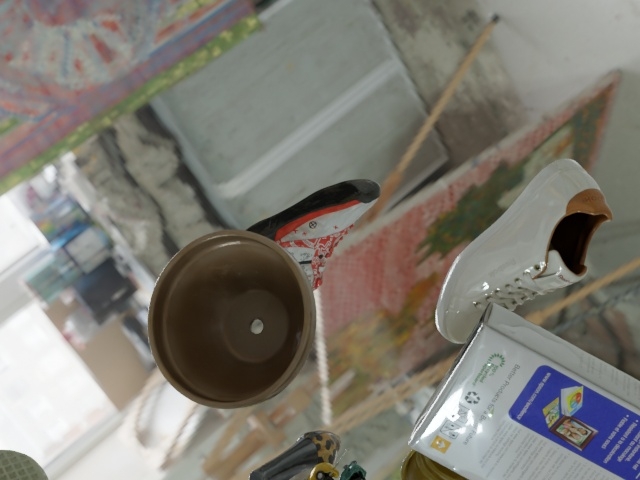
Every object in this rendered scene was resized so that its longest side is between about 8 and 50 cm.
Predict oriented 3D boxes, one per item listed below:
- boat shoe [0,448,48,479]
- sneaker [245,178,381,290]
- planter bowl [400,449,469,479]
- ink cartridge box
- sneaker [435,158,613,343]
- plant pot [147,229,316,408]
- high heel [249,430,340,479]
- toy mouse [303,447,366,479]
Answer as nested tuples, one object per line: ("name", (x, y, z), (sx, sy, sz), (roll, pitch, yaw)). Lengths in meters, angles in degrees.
("boat shoe", (-0.482, 0.495, 1.528), (0.187, 0.500, 0.156), (15, 149, 6))
("sneaker", (-0.001, 0.000, 2.218), (0.090, 0.270, 0.145), (50, 164, 60))
("planter bowl", (0.212, 0.265, 1.557), (0.217, 0.090, 0.217), (4, 137, 4))
("ink cartridge box", (0.292, 0.225, 1.264), (0.371, 0.069, 0.175), (30, 119, 3))
("sneaker", (0.255, 0.040, 1.560), (0.106, 0.290, 0.123), (16, -151, -37))
("plant pot", (-0.105, 0.110, 1.659), (0.237, 0.237, 0.110), (42, -173, 22))
("high heel", (-0.026, 0.431, 1.920), (0.093, 0.186, 0.261), (18, 119, 38))
("toy mouse", (0.016, 0.373, 1.836), (0.031, 0.161, 0.143), (47, -171, 37))
